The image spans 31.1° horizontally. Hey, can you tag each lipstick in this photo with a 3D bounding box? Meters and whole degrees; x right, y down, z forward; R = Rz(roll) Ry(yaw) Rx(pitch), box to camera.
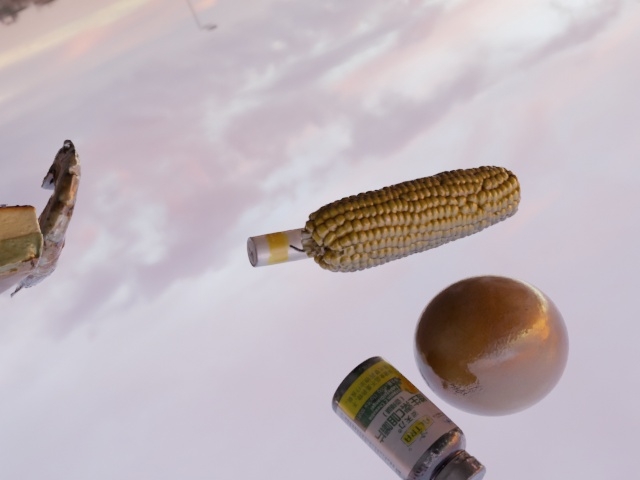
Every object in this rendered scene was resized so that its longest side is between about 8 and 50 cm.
[{"bbox_3d":[0.000,0.000,2.068,0.263,0.059,0.059,-9,-168,-21],"label":"lipstick"}]

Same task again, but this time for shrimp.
[{"bbox_3d":[-0.457,-0.035,1.911,0.365,0.071,0.233,145,-42,-60],"label":"shrimp"}]

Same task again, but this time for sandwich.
[{"bbox_3d":[-0.515,0.039,1.626,0.220,0.108,0.186,-10,159,-28],"label":"sandwich"}]

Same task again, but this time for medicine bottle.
[{"bbox_3d":[0.163,0.352,2.093,0.141,0.141,0.293,-33,-117,-29],"label":"medicine bottle"}]

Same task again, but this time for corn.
[{"bbox_3d":[0.114,-0.028,1.472,0.310,0.102,0.101,-14,-165,-13],"label":"corn"}]

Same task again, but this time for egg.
[{"bbox_3d":[0.335,0.206,2.269,0.282,0.283,0.351,-10,172,38],"label":"egg"}]
